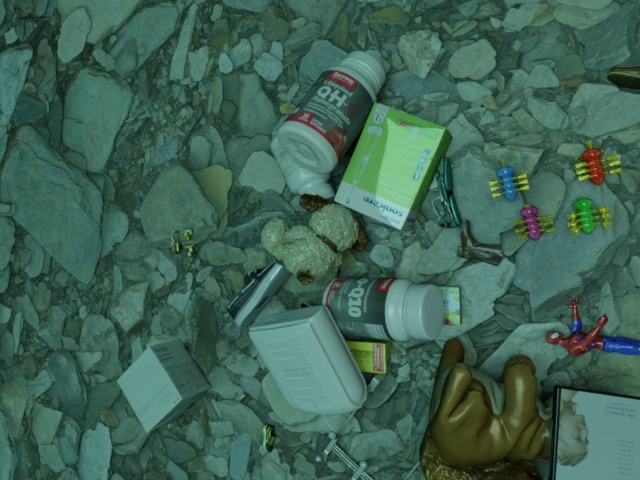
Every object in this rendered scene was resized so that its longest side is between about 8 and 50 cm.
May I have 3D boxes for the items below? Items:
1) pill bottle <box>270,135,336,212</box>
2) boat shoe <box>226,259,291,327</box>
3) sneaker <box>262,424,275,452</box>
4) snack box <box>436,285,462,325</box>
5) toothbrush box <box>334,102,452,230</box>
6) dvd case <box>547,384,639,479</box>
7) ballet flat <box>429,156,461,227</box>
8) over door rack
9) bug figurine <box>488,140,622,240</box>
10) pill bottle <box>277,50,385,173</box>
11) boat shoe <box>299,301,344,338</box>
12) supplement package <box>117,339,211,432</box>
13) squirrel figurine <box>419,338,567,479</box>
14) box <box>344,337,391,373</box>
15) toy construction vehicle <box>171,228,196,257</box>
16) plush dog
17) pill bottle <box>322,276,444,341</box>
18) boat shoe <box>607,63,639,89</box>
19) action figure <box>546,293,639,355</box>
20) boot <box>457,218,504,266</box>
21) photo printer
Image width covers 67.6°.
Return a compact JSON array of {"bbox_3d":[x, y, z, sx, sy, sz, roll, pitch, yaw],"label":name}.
[{"bbox_3d":[-0.044,-0.202,1.385,0.131,0.131,0.229,-29,77,21],"label":"pill bottle"},{"bbox_3d":[-0.188,0.132,1.463,0.102,0.108,0.301,45,113,17],"label":"boat shoe"},{"bbox_3d":[-0.156,0.611,1.471,0.035,0.031,0.083,-10,85,24],"label":"sneaker"},{"bbox_3d":[0.300,0.171,1.270,0.141,0.037,0.100,-2,86,26],"label":"snack box"},{"bbox_3d":[0.194,-0.193,1.282,0.206,0.122,0.283,26,98,22],"label":"toothbrush box"},{"bbox_3d":[0.551,0.430,0.954,0.181,0.022,0.252,8,81,1],"label":"dvd case"},{"bbox_3d":[0.318,-0.123,1.251,0.070,0.070,0.188,-10,88,24],"label":"ballet flat"},{"bbox_3d":[0.154,0.555,1.291,0.240,0.108,0.324,37,103,20],"label":"over door rack"},{"bbox_3d":[0.557,-0.111,1.143,0.279,0.072,0.216,-9,91,19],"label":"bug figurine"},{"bbox_3d":[0.041,-0.349,1.279,0.177,0.176,0.318,26,70,23],"label":"pill bottle"},{"bbox_3d":[-0.005,0.241,1.352,0.068,0.072,0.190,-40,46,-15],"label":"boat shoe"},{"bbox_3d":[-0.514,0.473,1.573,0.194,0.149,0.203,-44,72,17],"label":"supplement package"},{"bbox_3d":[0.436,0.462,1.093,0.371,0.281,0.396,16,87,10],"label":"squirrel figurine"},{"bbox_3d":[0.081,0.322,1.355,0.233,0.058,0.087,-1,88,24],"label":"box"},{"bbox_3d":[-0.468,0.011,1.626,0.086,0.035,0.098,-6,86,24],"label":"toy construction vehicle"},{"bbox_3d":[0.000,0.000,1.286,0.263,0.210,0.225,37,92,-19],"label":"plush dog"},{"bbox_3d":[0.160,0.175,1.237,0.284,0.161,0.161,-3,88,37],"label":"pill bottle"},{"bbox_3d":[0.745,-0.376,1.071,0.178,0.064,0.060,12,88,18],"label":"boat shoe"},{"bbox_3d":[0.663,0.200,1.078,0.281,0.091,0.138,-2,95,23],"label":"action figure"},{"bbox_3d":[0.416,0.005,1.222,0.114,0.037,0.106,13,107,27],"label":"boot"},{"bbox_3d":[-0.027,0.334,1.286,0.256,0.107,0.307,-18,104,40],"label":"photo printer"}]
